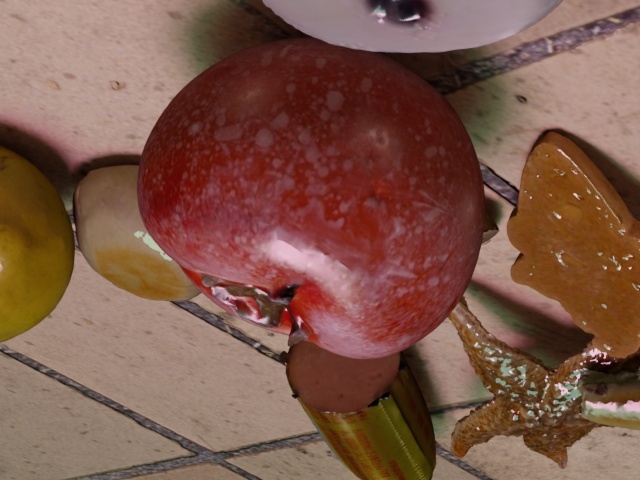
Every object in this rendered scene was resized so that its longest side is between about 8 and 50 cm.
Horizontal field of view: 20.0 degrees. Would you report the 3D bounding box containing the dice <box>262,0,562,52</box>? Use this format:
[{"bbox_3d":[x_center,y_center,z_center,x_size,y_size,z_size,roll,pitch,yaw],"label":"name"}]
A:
[{"bbox_3d":[0.051,-0.231,1.037,0.194,0.193,0.192,2,152,25],"label":"dice"}]

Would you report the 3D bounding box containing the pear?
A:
[{"bbox_3d":[-0.318,0.005,1.666,0.200,0.200,0.200,11,153,5],"label":"pear"}]

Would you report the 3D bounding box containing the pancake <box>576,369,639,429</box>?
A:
[{"bbox_3d":[0.363,0.075,1.570,0.197,0.054,0.376,38,131,-9],"label":"pancake"}]

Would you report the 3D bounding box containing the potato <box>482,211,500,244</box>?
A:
[{"bbox_3d":[0.134,-0.015,1.598,0.037,0.036,0.093,-24,172,-4],"label":"potato"}]

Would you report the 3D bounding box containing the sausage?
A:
[{"bbox_3d":[0.063,0.191,1.934,0.125,0.117,0.317,18,159,26],"label":"sausage"}]

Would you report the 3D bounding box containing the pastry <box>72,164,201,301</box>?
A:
[{"bbox_3d":[-0.159,-0.007,1.681,0.156,0.092,0.156,13,147,8],"label":"pastry"}]

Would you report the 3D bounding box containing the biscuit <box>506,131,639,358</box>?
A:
[{"bbox_3d":[0.225,0.005,1.532,0.162,0.035,0.250,7,138,32],"label":"biscuit"}]

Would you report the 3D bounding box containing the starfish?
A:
[{"bbox_3d":[0.233,0.138,1.766,0.327,0.094,0.375,35,135,-30],"label":"starfish"}]

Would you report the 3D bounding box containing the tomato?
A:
[{"bbox_3d":[0.002,-0.037,1.397,0.270,0.227,0.270,28,165,8],"label":"tomato"}]
